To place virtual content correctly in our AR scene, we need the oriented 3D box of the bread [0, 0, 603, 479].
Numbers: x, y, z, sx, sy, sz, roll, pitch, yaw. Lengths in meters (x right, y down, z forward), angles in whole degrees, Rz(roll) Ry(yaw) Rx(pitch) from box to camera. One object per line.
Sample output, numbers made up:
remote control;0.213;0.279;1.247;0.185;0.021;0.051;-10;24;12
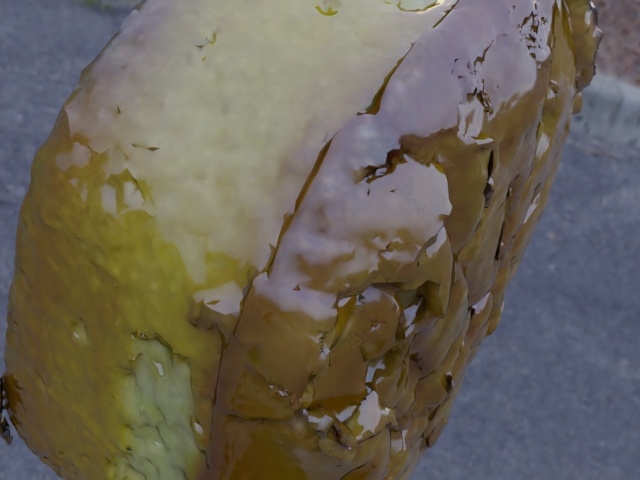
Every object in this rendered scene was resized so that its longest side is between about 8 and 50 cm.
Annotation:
bread;0.000;0.000;0.731;0.215;0.398;0.398;28;31;15
